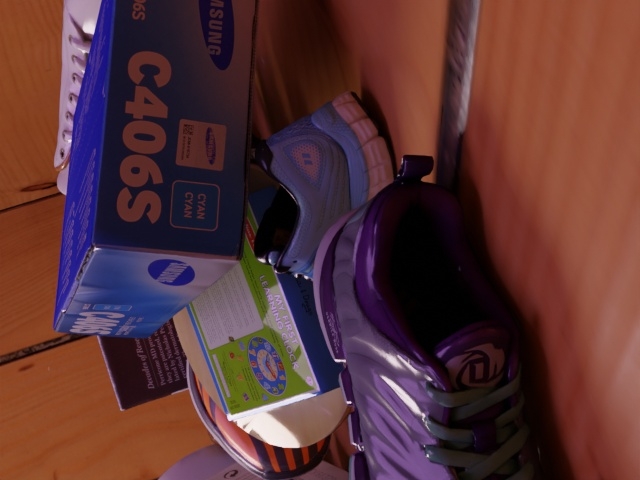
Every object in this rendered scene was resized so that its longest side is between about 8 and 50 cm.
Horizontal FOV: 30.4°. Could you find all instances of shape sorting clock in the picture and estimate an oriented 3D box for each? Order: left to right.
[{"bbox_3d":[-0.042,0.046,0.832,0.206,0.040,0.206,23,121,45],"label":"shape sorting clock"}]

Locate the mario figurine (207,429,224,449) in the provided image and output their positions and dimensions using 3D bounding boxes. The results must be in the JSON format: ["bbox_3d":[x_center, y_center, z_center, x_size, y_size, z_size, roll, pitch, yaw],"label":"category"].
[{"bbox_3d":[-0.125,0.097,1.229,0.170,0.198,0.321,-75,-31,-63],"label":"mario figurine"}]

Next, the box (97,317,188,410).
[{"bbox_3d":[-0.166,0.089,1.420,0.168,0.203,0.167,166,85,-82],"label":"box"}]

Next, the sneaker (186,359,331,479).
[{"bbox_3d":[-0.077,0.040,1.012,0.180,0.124,0.321,87,163,-64],"label":"sneaker"}]

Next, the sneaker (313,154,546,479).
[{"bbox_3d":[0.050,0.082,0.447,0.098,0.083,0.224,115,137,-71],"label":"sneaker"}]

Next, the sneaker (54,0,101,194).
[{"bbox_3d":[-0.164,-0.103,0.967,0.290,0.105,0.123,97,-174,-54],"label":"sneaker"}]

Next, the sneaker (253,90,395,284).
[{"bbox_3d":[0.000,0.000,0.609,0.063,0.073,0.162,-119,15,-51],"label":"sneaker"}]

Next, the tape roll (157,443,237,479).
[{"bbox_3d":[-0.080,0.363,1.296,0.169,0.246,0.246,-135,29,-73],"label":"tape roll"}]

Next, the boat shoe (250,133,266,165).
[{"bbox_3d":[-0.064,-0.043,0.912,0.219,0.070,0.078,67,154,4],"label":"boat shoe"}]

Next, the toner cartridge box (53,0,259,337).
[{"bbox_3d":[-0.112,-0.040,0.724,0.348,0.075,0.165,146,127,-71],"label":"toner cartridge box"}]

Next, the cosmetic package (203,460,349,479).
[{"bbox_3d":[-0.037,0.314,1.105,0.151,0.151,0.184,11,120,56],"label":"cosmetic package"}]
